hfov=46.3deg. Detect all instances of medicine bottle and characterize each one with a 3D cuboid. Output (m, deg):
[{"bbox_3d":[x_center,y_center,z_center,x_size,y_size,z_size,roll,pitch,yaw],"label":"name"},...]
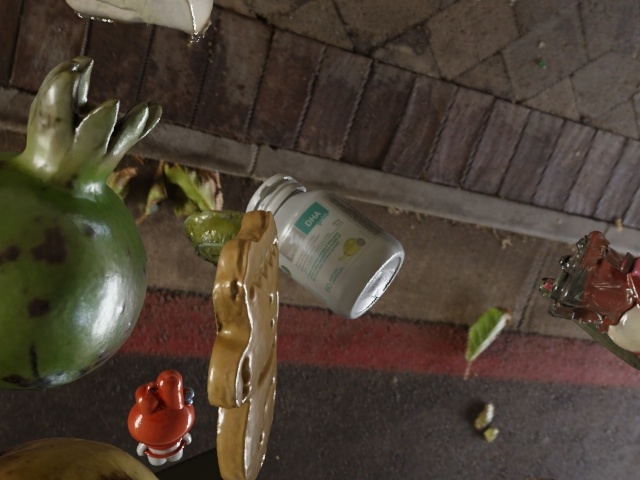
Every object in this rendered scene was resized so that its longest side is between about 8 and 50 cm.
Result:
[{"bbox_3d":[0.000,0.000,1.066,0.135,0.215,0.135,-45,161,-20],"label":"medicine bottle"}]

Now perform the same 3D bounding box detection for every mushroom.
[{"bbox_3d":[-0.262,-0.420,1.077,0.236,0.162,0.173,14,142,15],"label":"mushroom"}]

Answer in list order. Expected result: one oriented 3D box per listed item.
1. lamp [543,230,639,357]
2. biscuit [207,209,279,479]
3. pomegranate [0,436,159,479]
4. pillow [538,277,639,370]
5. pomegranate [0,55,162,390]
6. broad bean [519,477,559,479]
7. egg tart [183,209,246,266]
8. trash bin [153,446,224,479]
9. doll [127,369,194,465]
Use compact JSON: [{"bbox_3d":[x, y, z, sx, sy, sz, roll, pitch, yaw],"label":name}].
[{"bbox_3d":[0.375,0.082,0.797,0.253,0.118,0.118,26,107,8],"label":"lamp"},{"bbox_3d":[-0.043,0.073,0.470,0.027,0.133,0.184,4,101,5],"label":"biscuit"},{"bbox_3d":[-0.278,0.335,0.710,0.322,0.322,0.322,-11,120,-19],"label":"pomegranate"},{"bbox_3d":[0.498,0.133,1.334,0.093,0.241,0.051,-46,170,-42],"label":"pillow"},{"bbox_3d":[-0.251,0.002,0.675,0.242,0.242,0.306,18,134,-31],"label":"pomegranate"},{"bbox_3d":[0.191,0.210,0.474,0.067,0.325,0.075,9,83,-15],"label":"broad bean"},{"bbox_3d":[-0.201,0.001,1.562,0.197,0.197,0.078,27,59,-33],"label":"egg tart"},{"bbox_3d":[-0.184,0.379,0.997,0.165,0.115,0.225,-16,152,-28],"label":"trash bin"},{"bbox_3d":[-0.380,0.425,1.793,0.161,0.130,0.290,-8,127,-16],"label":"doll"}]
